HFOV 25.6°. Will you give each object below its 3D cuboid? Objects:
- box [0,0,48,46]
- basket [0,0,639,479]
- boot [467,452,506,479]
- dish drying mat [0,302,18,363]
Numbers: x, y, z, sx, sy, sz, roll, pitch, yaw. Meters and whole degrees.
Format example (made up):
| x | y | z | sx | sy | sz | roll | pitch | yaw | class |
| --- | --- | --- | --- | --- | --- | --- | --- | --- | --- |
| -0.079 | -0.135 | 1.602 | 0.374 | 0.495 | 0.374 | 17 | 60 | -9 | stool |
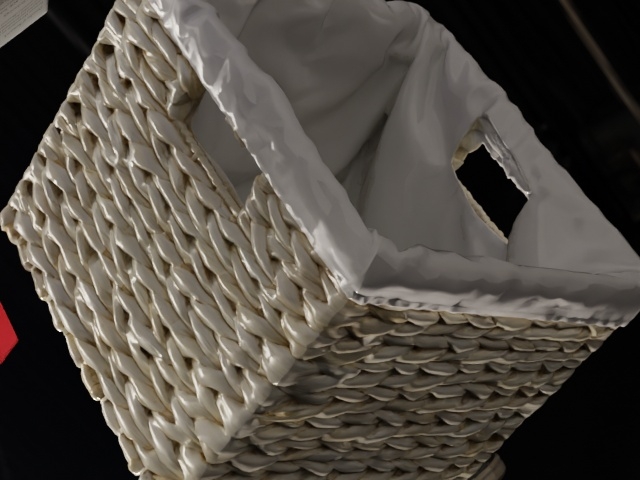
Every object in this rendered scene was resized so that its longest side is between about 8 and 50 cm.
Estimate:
| x | y | z | sx | sy | sz | roll | pitch | yaw | class |
| --- | --- | --- | --- | --- | --- | --- | --- | --- | --- |
| -0.446 | -0.310 | 1.671 | 0.182 | 0.181 | 0.119 | -44 | 173 | -25 | box |
| 0.000 | 0.000 | 1.034 | 0.266 | 0.331 | 0.328 | -53 | -126 | 27 | basket |
| 0.006 | 0.160 | 1.490 | 0.138 | 0.284 | 0.377 | -33 | -167 | -29 | boot |
| -0.252 | 0.052 | 1.061 | 0.008 | 0.083 | 0.032 | -4 | -147 | 23 | dish drying mat |
